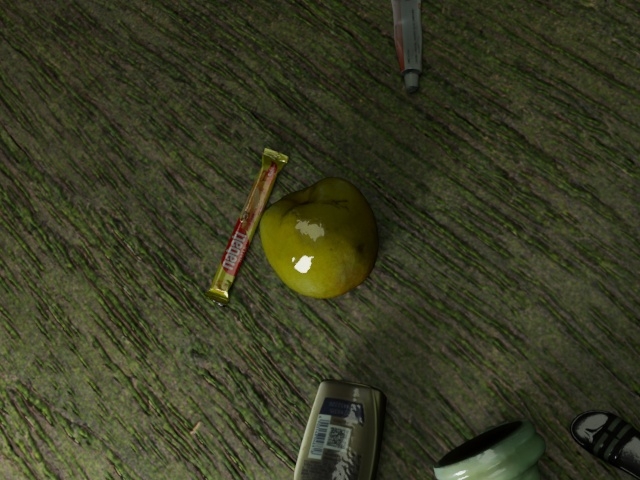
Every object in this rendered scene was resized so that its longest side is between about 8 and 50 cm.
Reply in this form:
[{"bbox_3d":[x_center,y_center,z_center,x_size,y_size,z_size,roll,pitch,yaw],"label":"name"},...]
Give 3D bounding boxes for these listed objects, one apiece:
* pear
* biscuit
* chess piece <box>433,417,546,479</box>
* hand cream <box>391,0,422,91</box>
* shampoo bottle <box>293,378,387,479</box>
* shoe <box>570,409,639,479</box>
[{"bbox_3d":[0.000,0.000,1.546,0.200,0.200,0.200,-3,75,11],"label":"pear"},{"bbox_3d":[-0.130,-0.024,1.662,0.048,0.026,0.292,22,80,-3],"label":"biscuit"},{"bbox_3d":[0.302,0.428,1.396,0.176,0.176,0.298,-26,85,4],"label":"chess piece"},{"bbox_3d":[0.155,-0.362,1.690,0.052,0.038,0.216,4,68,-12],"label":"hand cream"},{"bbox_3d":[0.015,0.394,1.460,0.125,0.084,0.350,5,68,19],"label":"shampoo bottle"},{"bbox_3d":[0.465,0.315,1.429,0.179,0.049,0.071,33,83,18],"label":"shoe"}]
